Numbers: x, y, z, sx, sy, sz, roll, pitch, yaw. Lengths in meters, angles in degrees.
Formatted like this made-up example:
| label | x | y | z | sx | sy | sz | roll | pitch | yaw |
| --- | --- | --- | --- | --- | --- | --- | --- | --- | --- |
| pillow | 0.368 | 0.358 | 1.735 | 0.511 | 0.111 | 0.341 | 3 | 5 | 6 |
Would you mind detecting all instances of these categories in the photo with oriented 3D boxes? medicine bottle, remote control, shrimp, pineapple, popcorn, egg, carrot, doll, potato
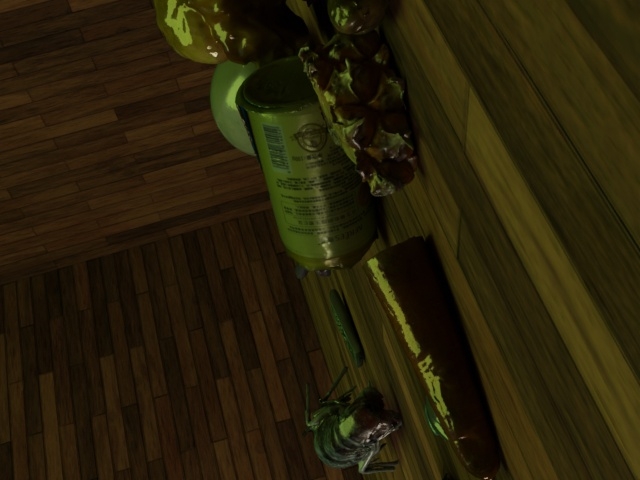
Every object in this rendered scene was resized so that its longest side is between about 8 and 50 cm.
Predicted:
| label | x | y | z | sx | sy | sz | roll | pitch | yaw |
| --- | --- | --- | --- | --- | --- | --- | --- | --- | --- |
| medicine bottle | -0.005 | -0.077 | 0.904 | 0.124 | 0.124 | 0.239 | -112 | 6 | -50 |
| remote control | 0.052 | 0.173 | 1.646 | 0.061 | 0.029 | 0.162 | 76 | 170 | -52 |
| shrimp | 0.052 | 0.331 | 1.459 | 0.221 | 0.166 | 0.410 | 46 | 176 | 9 |
| pineapple | 0.032 | -0.100 | 0.683 | 0.116 | 0.069 | 0.137 | 126 | 126 | -83 |
| popcorn | -0.104 | -0.299 | 0.905 | 0.191 | 0.190 | 0.254 | 59 | -170 | -80 |
| egg | -0.070 | -0.190 | 1.086 | 0.209 | 0.151 | 0.151 | 103 | 151 | -79 |
| carrot | 0.101 | 0.102 | 0.695 | 0.061 | 0.061 | 0.210 | 91 | 158 | -74 |
| doll | 0.114 | 0.150 | 0.757 | 0.057 | 0.039 | 0.114 | -53 | 26 | 28 |
| potato | 0.028 | -0.175 | 0.612 | 0.092 | 0.046 | 0.045 | -86 | -6 | -74 |

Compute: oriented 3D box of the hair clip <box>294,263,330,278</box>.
| label | x | y | z | sx | sy | sz | roll | pitch | yaw |
| --- | --- | --- | --- | --- | --- | --- | --- | --- | --- |
| hair clip | -0.013 | 0.007 | 1.480 | 0.278 | 0.090 | 0.137 | 90 | 154 | -75 |

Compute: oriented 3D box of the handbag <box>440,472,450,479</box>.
| label | x | y | z | sx | sy | sz | roll | pitch | yaw |
| --- | --- | --- | --- | --- | --- | --- | --- | --- | --- |
| handbag | 0.098 | 0.378 | 0.956 | 0.179 | 0.116 | 0.205 | -68 | -31 | -56 |
